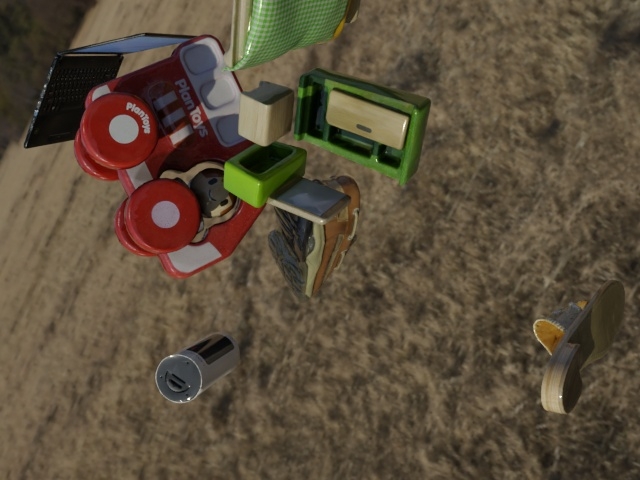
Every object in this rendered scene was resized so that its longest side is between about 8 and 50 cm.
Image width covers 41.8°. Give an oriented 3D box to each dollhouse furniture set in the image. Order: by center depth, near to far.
[{"bbox_3d":[0.018,-0.187,0.859,0.197,0.151,0.301,-40,-34,-47],"label":"dollhouse furniture set"}]

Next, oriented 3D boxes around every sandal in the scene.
[{"bbox_3d":[0.279,0.109,0.963,0.079,0.088,0.240,6,28,34],"label":"sandal"}]

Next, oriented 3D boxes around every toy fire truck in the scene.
[{"bbox_3d":[-0.191,-0.115,1.185,0.254,0.302,0.169,-28,6,-19],"label":"toy fire truck"}]

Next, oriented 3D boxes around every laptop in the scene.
[{"bbox_3d":[-0.354,-0.260,1.442,0.264,0.136,0.234,-64,-8,17],"label":"laptop"}]

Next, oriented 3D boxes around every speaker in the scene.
[{"bbox_3d":[-0.140,0.145,0.971,0.055,0.055,0.136,-61,-9,10],"label":"speaker"}]

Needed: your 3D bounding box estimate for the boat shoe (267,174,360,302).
[{"bbox_3d":[0.000,0.000,1.256,0.122,0.120,0.324,61,165,14],"label":"boat shoe"}]
